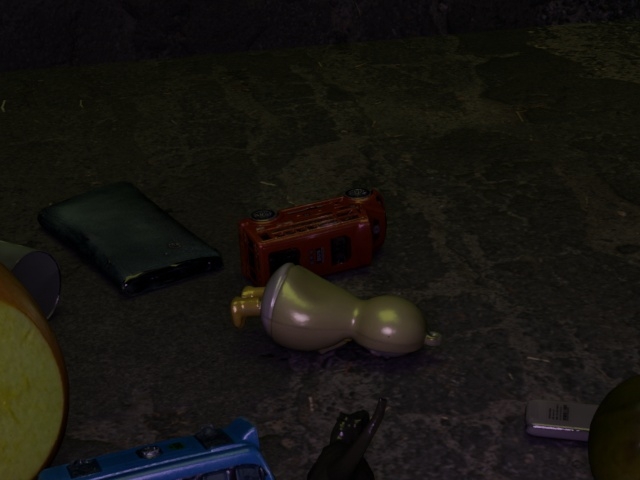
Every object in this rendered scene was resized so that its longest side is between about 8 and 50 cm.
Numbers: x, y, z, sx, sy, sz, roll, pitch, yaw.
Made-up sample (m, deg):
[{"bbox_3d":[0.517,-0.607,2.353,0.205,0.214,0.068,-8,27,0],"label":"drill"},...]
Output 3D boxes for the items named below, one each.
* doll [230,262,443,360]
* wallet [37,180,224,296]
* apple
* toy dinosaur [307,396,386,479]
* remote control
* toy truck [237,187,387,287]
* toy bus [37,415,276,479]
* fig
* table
[{"bbox_3d":[0.023,0.113,1.661,0.296,0.117,0.141,18,14,11],"label":"doll"},{"bbox_3d":[-0.333,-0.010,2.033,0.190,0.046,0.379,-19,29,-29],"label":"wallet"},{"bbox_3d":[-0.461,0.156,1.276,0.374,0.374,0.384,-2,19,0],"label":"apple"},{"bbox_3d":[0.022,0.218,1.326,0.087,0.179,0.187,-3,22,-4],"label":"toy dinosaur"},{"bbox_3d":[0.381,0.231,1.452,0.261,0.029,0.067,5,25,10],"label":"remote control"},{"bbox_3d":[0.000,0.000,1.905,0.252,0.107,0.114,-13,27,-19],"label":"toy truck"},{"bbox_3d":[-0.164,0.276,1.237,0.246,0.134,0.113,-11,7,-17],"label":"toy bus"},{"bbox_3d":[0.382,0.239,1.276,0.203,0.203,0.225,-11,-17,-19],"label":"fig"},{"bbox_3d":[-0.518,0.055,1.807,0.220,0.126,0.126,11,27,28],"label":"table"}]
